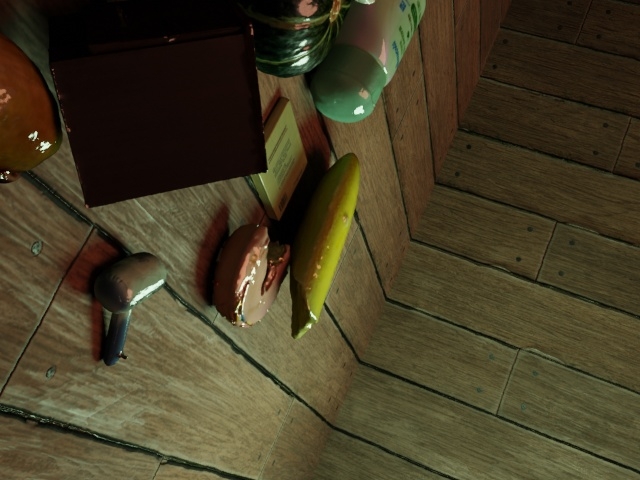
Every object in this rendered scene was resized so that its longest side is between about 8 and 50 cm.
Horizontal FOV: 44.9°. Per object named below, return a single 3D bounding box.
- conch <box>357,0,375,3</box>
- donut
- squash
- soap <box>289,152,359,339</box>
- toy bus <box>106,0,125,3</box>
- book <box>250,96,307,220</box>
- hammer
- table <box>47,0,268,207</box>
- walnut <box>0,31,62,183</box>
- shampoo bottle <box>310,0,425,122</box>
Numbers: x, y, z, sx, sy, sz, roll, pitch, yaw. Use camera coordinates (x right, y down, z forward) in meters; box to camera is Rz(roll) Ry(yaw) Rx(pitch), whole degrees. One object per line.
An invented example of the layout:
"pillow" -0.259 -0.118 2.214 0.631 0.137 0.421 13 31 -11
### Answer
"conch" 0.069 -0.576 1.383 0.148 0.182 0.275 10 100 -30
"donut" -0.144 0.073 1.535 0.233 0.085 0.199 48 62 -70
"squash" -0.047 -0.385 1.211 0.252 0.165 0.252 19 90 -76
"soap" -0.003 0.000 1.756 0.306 0.115 0.427 103 5 -65
"toy bus" -0.190 -0.293 0.925 0.097 0.138 0.343 -45 148 -58
"book" -0.085 -0.159 1.564 0.231 0.026 0.161 73 39 -62
"hammer" -0.298 0.113 1.169 0.116 0.069 0.194 -41 154 -59
"table" -0.175 -0.163 0.821 0.169 0.193 0.173 -120 -159 -55
"walnut" -0.322 -0.130 0.710 0.137 0.137 0.245 -66 154 -13
"shampoo bottle" 0.095 -0.407 1.637 0.350 0.151 0.222 -63 163 -19
